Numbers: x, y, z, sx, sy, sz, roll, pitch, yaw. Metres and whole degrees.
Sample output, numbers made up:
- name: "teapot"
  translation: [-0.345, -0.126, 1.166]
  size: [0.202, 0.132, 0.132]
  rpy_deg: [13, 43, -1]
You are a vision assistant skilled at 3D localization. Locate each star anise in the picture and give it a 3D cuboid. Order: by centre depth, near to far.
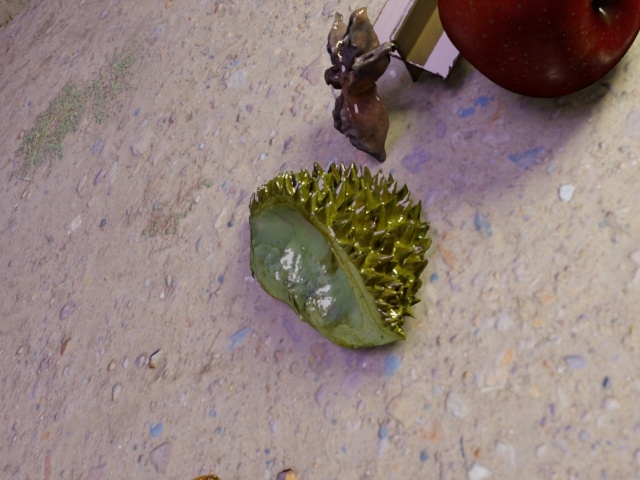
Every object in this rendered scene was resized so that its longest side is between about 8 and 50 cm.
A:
- name: "star anise"
  translation: [0.042, -0.218, 0.930]
  size: [0.063, 0.208, 0.171]
  rpy_deg: [-17, 52, -15]

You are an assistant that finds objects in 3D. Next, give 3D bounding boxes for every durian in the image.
- name: "durian"
  translation: [0.009, -0.002, 0.899]
  size: [0.394, 0.163, 0.198]
  rpy_deg: [22, 118, 52]

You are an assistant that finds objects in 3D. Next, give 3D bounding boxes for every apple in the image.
- name: "apple"
  translation: [0.243, -0.271, 0.754]
  size: [0.218, 0.218, 0.201]
  rpy_deg: [-57, 33, -4]

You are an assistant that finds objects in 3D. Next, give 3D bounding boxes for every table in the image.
- name: "table"
  translation: [0.165, -0.334, 0.918]
  size: [0.167, 0.167, 0.226]
  rpy_deg: [30, 90, 48]

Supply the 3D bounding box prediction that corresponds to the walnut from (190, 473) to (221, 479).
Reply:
- name: "walnut"
  translation: [-0.138, 0.337, 0.805]
  size: [0.091, 0.052, 0.121]
  rpy_deg: [10, 68, 0]
